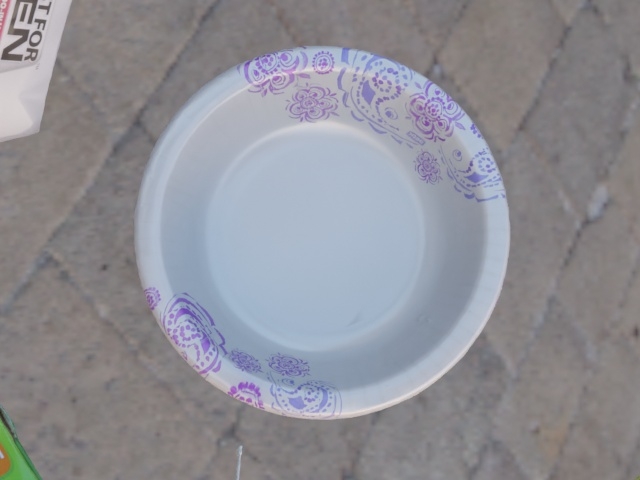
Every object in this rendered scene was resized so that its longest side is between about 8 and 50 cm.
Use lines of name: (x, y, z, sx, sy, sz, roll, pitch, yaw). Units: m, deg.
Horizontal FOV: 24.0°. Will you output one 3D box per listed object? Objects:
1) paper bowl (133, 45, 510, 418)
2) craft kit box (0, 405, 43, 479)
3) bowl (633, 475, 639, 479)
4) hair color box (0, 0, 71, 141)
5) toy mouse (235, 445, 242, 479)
paper bowl: (0.000, 0.000, 1.188, 0.148, 0.284, 0.284, 104, -12, -82)
craft kit box: (-0.113, 0.181, 0.279, 0.250, 0.061, 0.246, -22, 67, -34)
bowl: (0.254, 0.237, 0.723, 0.289, 0.289, 0.156, 53, 9, -32)
hair color box: (-0.294, -0.118, 0.713, 0.374, 0.113, 0.185, -19, 144, -43)
toy mouse: (-0.058, 0.225, 0.903, 0.031, 0.143, 0.161, 22, 100, -17)
